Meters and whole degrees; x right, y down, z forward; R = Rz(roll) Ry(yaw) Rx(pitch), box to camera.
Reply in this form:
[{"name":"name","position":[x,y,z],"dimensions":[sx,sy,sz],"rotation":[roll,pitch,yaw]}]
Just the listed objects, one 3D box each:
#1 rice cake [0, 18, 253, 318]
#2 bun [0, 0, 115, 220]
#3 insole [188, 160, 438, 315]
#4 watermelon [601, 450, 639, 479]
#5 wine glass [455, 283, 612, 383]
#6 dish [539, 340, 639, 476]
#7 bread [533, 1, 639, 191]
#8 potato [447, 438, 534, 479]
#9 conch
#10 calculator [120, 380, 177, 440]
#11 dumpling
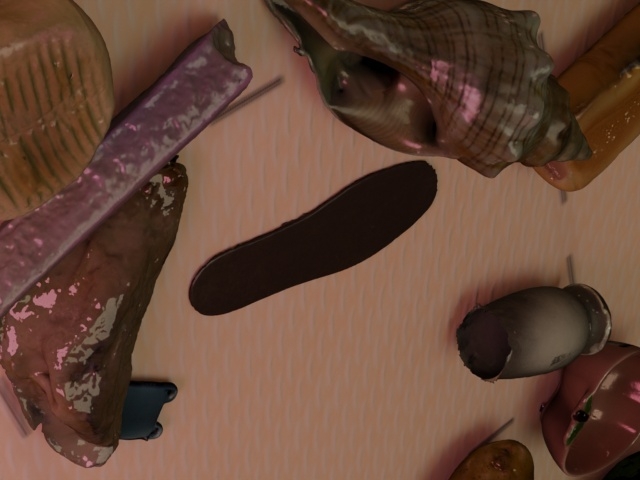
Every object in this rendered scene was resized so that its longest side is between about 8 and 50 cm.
[{"name":"rice cake","position":[-0.205,-0.041,1.083],"dimensions":[0.399,0.070,0.064],"rotation":[-45,104,-6]},{"name":"bun","position":[-0.257,-0.115,0.970],"dimensions":[0.178,0.128,0.193],"rotation":[-32,145,-19]},{"name":"insole","position":[0.000,0.000,1.340],"dimensions":[0.328,0.007,0.111],"rotation":[-25,130,-25]},{"name":"watermelon","position":[0.548,0.452,1.923],"dimensions":[0.269,0.269,0.269],"rotation":[-21,129,-28]},{"name":"wine glass","position":[0.273,0.115,1.565],"dimensions":[0.204,0.111,0.111],"rotation":[-8,122,-38]},{"name":"dish","position":[0.385,0.224,1.748],"dimensions":[0.213,0.090,0.213],"rotation":[-23,131,-29]},{"name":"bread","position":[0.358,-0.193,1.445],"dimensions":[0.305,0.091,0.142],"rotation":[-42,143,-10]},{"name":"potato","position":[0.225,0.444,1.719],"dimensions":[0.196,0.176,0.369],"rotation":[0,117,-9]},{"name":"conch","position":[0.111,-0.170,1.224],"dimensions":[0.386,0.169,0.203],"rotation":[32,127,-8]},{"name":"calculator","position":[-0.215,0.174,1.270],"dimensions":[0.141,0.019,0.094],"rotation":[8,111,-41]},{"name":"dumpling","position":[-0.218,0.078,1.151],"dimensions":[0.166,0.086,0.332],"rotation":[2,109,-40]}]
